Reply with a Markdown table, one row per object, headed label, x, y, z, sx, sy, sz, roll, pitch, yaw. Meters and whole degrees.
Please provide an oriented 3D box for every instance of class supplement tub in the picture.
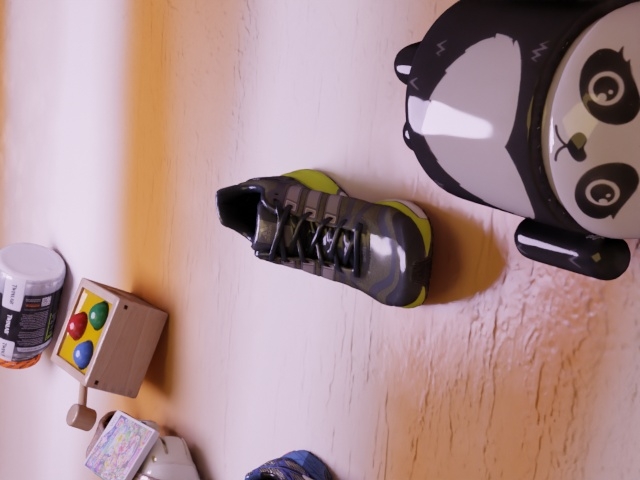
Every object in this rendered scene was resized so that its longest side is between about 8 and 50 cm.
| label | x | y | z | sx | sy | sz | roll | pitch | yaw |
| --- | --- | --- | --- | --- | --- | --- | --- | --- | --- |
| supplement tub | -0.488 | 0.109 | 1.862 | 0.117 | 0.117 | 0.190 | 47 | 129 | 42 |

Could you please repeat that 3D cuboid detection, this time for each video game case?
| label | x | y | z | sx | sy | sz | roll | pitch | yaw |
| --- | --- | --- | --- | --- | --- | --- | --- | --- | --- |
| video game case | -0.266 | 0.278 | 1.517 | 0.122 | 0.011 | 0.087 | 10 | 65 | 56 |

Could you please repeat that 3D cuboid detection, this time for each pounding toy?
| label | x | y | z | sx | sy | sz | roll | pitch | yaw |
| --- | --- | --- | --- | --- | --- | --- | --- | --- | --- |
| pounding toy | -0.328 | 0.164 | 1.602 | 0.181 | 0.094 | 0.206 | 20 | 88 | 53 |

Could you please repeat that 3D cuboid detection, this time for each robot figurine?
| label | x | y | z | sx | sy | sz | roll | pitch | yaw |
| --- | --- | --- | --- | --- | --- | --- | --- | --- | --- |
| robot figurine | 0.172 | -0.097 | 0.842 | 0.278 | 0.209 | 0.174 | 22 | 75 | 53 |

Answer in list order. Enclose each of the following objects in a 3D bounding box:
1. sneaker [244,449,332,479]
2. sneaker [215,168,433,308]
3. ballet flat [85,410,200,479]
| label | x | y | z | sx | sy | sz | roll | pitch | yaw |
| --- | --- | --- | --- | --- | --- | --- | --- | --- | --- |
| sneaker | -0.006 | 0.294 | 1.213 | 0.221 | 0.087 | 0.083 | 16 | 107 | 54 |
| sneaker | 0.000 | 0.000 | 1.146 | 0.300 | 0.121 | 0.111 | 20 | 110 | 53 |
| ballet flat | -0.231 | 0.303 | 1.532 | 0.316 | 0.107 | 0.106 | 18 | 91 | 52 |
